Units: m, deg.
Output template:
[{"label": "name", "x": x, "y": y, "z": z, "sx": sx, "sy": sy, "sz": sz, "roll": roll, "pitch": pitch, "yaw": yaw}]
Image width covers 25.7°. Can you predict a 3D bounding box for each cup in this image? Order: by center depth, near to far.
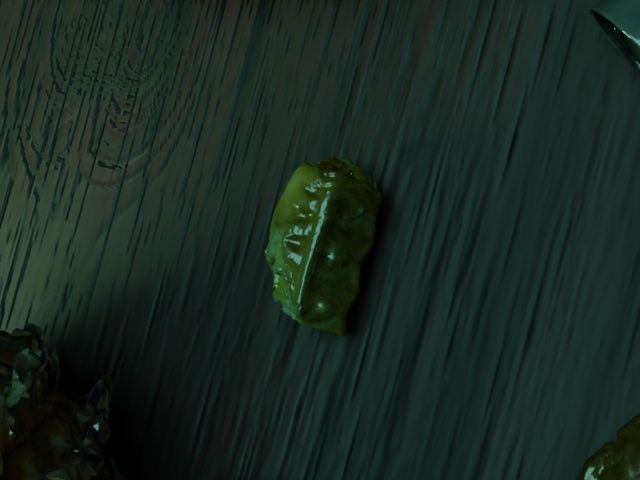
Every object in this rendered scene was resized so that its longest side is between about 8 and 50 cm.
[{"label": "cup", "x": 0.206, "y": -0.138, "z": 0.823, "sx": 0.077, "sy": 0.078, "sz": 0.100, "roll": -44, "pitch": 37, "yaw": 6}]

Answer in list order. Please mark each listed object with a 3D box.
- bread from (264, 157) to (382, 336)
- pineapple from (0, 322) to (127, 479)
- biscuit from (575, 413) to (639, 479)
[{"label": "bread", "x": 0.000, "y": 0.000, "z": 0.893, "sx": 0.066, "sy": 0.060, "sz": 0.110, "roll": 15, "pitch": 89, "yaw": 9}, {"label": "pineapple", "x": -0.273, "y": 0.185, "z": 0.851, "sx": 0.352, "sy": 0.300, "sz": 0.353, "roll": -4, "pitch": 81, "yaw": 24}, {"label": "biscuit", "x": 0.231, "y": 0.189, "z": 0.774, "sx": 0.225, "sy": 0.042, "sz": 0.226, "roll": -3, "pitch": 82, "yaw": 24}]
